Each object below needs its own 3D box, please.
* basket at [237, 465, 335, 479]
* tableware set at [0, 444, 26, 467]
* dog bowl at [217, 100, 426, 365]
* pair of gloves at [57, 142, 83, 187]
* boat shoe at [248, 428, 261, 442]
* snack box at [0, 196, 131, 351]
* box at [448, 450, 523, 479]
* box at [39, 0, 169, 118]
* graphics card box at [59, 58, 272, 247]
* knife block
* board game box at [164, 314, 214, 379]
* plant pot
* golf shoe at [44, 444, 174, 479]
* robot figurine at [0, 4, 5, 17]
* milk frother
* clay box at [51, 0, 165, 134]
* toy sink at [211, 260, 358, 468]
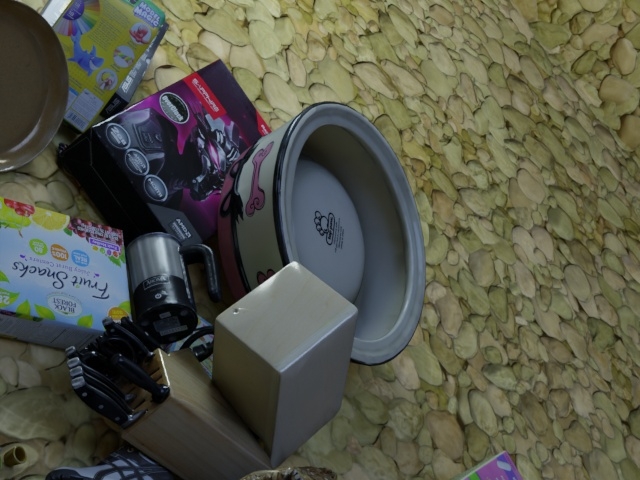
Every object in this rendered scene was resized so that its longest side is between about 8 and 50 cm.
[{"bbox_3d":[-0.063,0.446,1.477,0.223,0.213,0.299,43,29,-74],"label":"basket"},{"bbox_3d":[-0.370,0.293,1.363,0.104,0.024,0.154,52,24,-32],"label":"tableware set"},{"bbox_3d":[0.000,0.000,1.845,0.408,0.150,0.408,24,61,-51],"label":"dog bowl"},{"bbox_3d":[-0.348,-0.116,1.757,0.083,0.010,0.074,-22,82,-55],"label":"pair of gloves"},{"bbox_3d":[-0.116,0.280,1.661,0.125,0.046,0.038,-36,94,-46],"label":"boat shoe"},{"bbox_3d":[-0.355,0.049,1.564,0.207,0.070,0.175,17,49,-38],"label":"snack box"},{"bbox_3d":[0.244,0.473,1.836,0.243,0.117,0.214,-16,73,-52],"label":"box"},{"bbox_3d":[-0.354,-0.322,1.883,0.183,0.056,0.231,37,39,-20],"label":"box"},{"bbox_3d":[-0.206,-0.121,1.843,0.233,0.094,0.371,56,37,-4],"label":"graphics card box"},{"bbox_3d":[-0.197,0.221,1.496,0.276,0.088,0.242,53,10,6],"label":"knife block"},{"bbox_3d":[-0.154,0.179,1.715,0.154,0.026,0.103,38,39,-20],"label":"board game box"},{"bbox_3d":[-0.444,-0.211,1.618,0.236,0.032,0.236,-16,112,-47],"label":"plant pot"},{"bbox_3d":[-0.261,0.296,1.471,0.198,0.077,0.094,26,34,-43],"label":"golf shoe"},{"bbox_3d":[-0.514,-0.410,1.678,0.209,0.173,0.278,14,57,-38],"label":"robot figurine"},{"bbox_3d":[-0.201,0.085,1.646,0.129,0.143,0.135,-3,46,-15],"label":"milk frother"},{"bbox_3d":[-0.340,-0.282,1.762,0.127,0.053,0.222,38,78,-20],"label":"clay box"},{"bbox_3d":[-0.056,0.170,1.617,0.131,0.234,0.153,37,54,25],"label":"toy sink"}]
